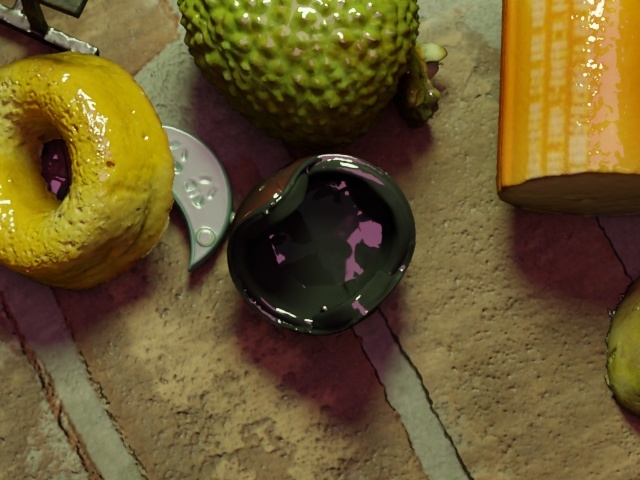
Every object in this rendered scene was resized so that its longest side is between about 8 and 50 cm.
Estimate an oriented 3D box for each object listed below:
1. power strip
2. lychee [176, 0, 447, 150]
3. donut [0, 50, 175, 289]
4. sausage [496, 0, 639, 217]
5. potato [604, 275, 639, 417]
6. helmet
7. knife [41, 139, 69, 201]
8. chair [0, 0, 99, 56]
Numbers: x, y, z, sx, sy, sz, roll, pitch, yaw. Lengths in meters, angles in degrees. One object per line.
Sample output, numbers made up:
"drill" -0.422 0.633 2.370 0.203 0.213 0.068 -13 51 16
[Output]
"power strip" -0.171 -0.057 1.875 0.216 0.044 0.137 35 80 3
"lychee" -0.007 -0.235 1.807 0.319 0.270 0.270 18 81 4
"donut" -0.306 -0.081 1.803 0.277 0.108 0.278 0 90 24
"sausage" 0.318 -0.184 1.830 0.233 0.233 0.287 4 82 -2
"potato" 0.416 0.115 1.864 0.164 0.081 0.200 21 78 1
"helmet" 0.000 0.000 1.799 0.216 0.193 0.189 -38 99 5
"knife" -0.313 -0.062 1.882 0.035 0.018 0.247 -11 81 -2
"chair" -0.416 -0.389 1.815 0.416 0.240 0.203 24 83 0
